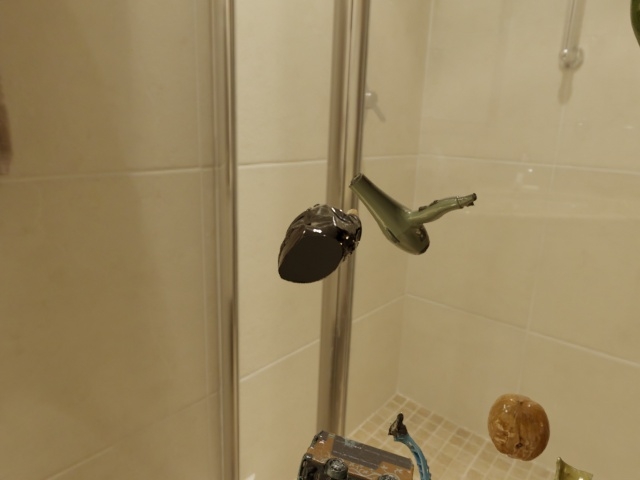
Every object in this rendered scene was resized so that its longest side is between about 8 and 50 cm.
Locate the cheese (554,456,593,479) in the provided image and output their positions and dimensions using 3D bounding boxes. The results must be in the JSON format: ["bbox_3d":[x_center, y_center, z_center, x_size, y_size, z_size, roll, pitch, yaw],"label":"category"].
[{"bbox_3d":[0.553,0.524,0.988,0.084,0.041,0.060,19,57,10],"label":"cheese"}]

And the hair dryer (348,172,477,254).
[{"bbox_3d":[0.163,-0.077,0.910,0.219,0.225,0.088,30,56,-2],"label":"hair dryer"}]

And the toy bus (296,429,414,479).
[{"bbox_3d":[0.106,0.706,1.326,0.323,0.162,0.194,13,11,13],"label":"toy bus"}]

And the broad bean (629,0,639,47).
[{"bbox_3d":[0.353,-0.242,0.456,0.065,0.254,0.046,-14,40,34],"label":"broad bean"}]

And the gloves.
[{"bbox_3d":[0.000,0.000,0.779,0.164,0.124,0.203,-32,16,5],"label":"gloves"}]

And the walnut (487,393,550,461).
[{"bbox_3d":[0.670,0.630,1.522,0.195,0.222,0.195,-3,25,2],"label":"walnut"}]

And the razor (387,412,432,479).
[{"bbox_3d":[0.136,0.354,0.568,0.042,0.082,0.253,-7,58,-5],"label":"razor"}]
